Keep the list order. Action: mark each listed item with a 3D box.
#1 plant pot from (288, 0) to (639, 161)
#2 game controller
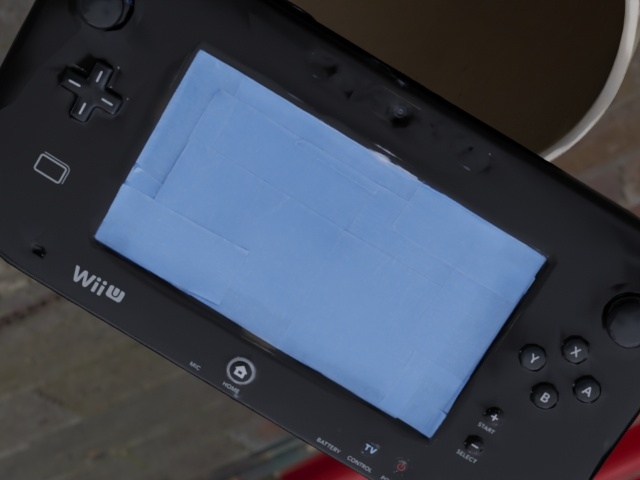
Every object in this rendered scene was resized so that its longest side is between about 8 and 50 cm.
[{"bbox_3d":[0.088,-0.209,0.858,0.274,0.256,0.256,-50,-178,-41],"label":"plant pot"},{"bbox_3d":[0.000,0.000,0.747,0.166,0.319,0.067,-59,-179,8],"label":"game controller"}]
